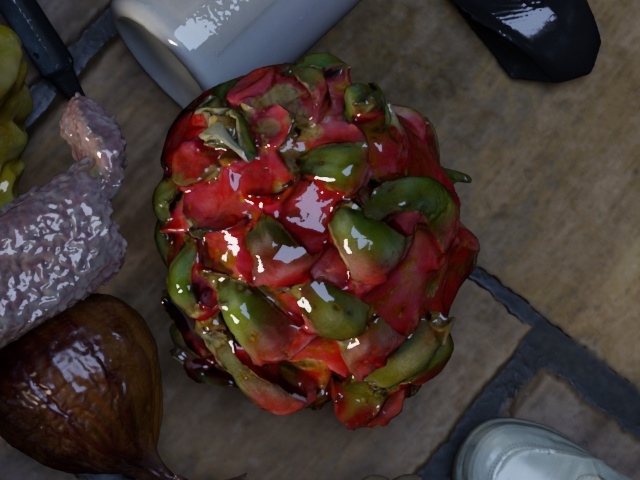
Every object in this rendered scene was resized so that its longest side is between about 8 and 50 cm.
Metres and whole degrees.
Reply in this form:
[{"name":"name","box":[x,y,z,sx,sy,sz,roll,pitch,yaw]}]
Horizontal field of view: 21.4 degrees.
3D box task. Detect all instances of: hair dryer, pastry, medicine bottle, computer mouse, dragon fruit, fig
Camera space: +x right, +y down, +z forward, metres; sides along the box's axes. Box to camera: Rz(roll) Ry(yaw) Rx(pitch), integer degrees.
[{"name":"hair dryer","box":[-0.239,-0.203,1.387,0.195,0.050,0.173,49,46,-25]},{"name":"pastry","box":[-0.227,0.018,1.220,0.265,0.103,0.112,-44,111,-15]},{"name":"medicine bottle","box":[-0.039,-0.221,1.378,0.252,0.144,0.144,-43,88,-12]},{"name":"computer mouse","box":[0.171,-0.206,1.450,0.172,0.057,0.099,44,78,4]},{"name":"dragon fruit","box":[-0.004,0.006,1.284,0.231,0.237,0.303,-2,122,16]},{"name":"fig","box":[-0.158,0.142,1.292,0.134,0.146,0.201,-41,94,-25]}]

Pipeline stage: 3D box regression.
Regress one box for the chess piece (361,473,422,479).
[{"name":"chess piece","box":[-0.076,0.245,1.308,0.307,0.124,0.139,5,110,-5]}]

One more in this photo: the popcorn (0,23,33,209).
[{"name":"popcorn","box":[-0.311,-0.092,1.282,0.203,0.200,0.226,-24,82,1]}]

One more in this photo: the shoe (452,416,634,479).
[{"name":"shoe","box":[0.252,0.250,1.329,0.316,0.159,0.124,34,78,-4]}]
